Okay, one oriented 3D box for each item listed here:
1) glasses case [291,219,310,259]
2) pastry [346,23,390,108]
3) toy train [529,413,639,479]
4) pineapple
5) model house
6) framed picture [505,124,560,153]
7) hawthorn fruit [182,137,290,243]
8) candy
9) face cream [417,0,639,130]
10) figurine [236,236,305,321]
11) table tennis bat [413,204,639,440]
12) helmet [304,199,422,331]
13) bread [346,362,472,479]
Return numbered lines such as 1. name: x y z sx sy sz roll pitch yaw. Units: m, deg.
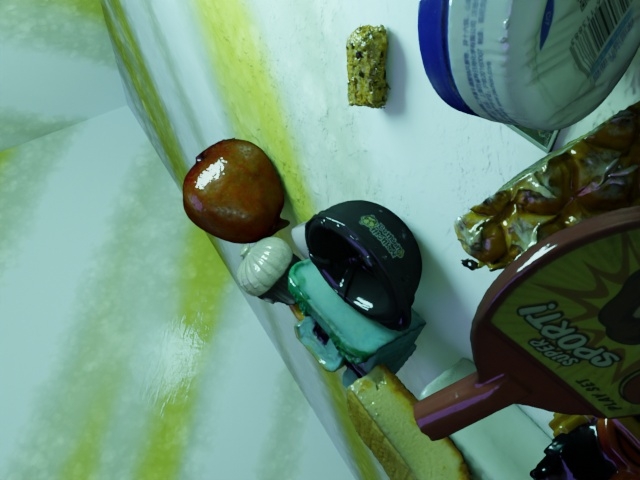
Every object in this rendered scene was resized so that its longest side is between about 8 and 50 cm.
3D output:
1. glasses case: 0.000 0.000 1.320 0.113 0.075 0.297 61 161 -8
2. pastry: 0.074 -0.278 0.820 0.080 0.056 0.140 29 142 36
3. toy train: 0.411 0.343 0.577 0.369 0.232 0.163 51 156 29
4. pineapple: 0.260 -0.049 0.560 0.237 0.186 0.114 -25 90 26
5. model house: 0.042 0.210 1.157 0.280 0.230 0.248 47 134 29
6. framed picture: 0.256 -0.155 0.620 0.089 0.007 0.066 48 156 31
7. hawthorn fruit: -0.253 -0.130 1.459 0.295 0.295 0.311 -1 113 67
8. candy: 0.334 0.420 0.974 0.358 0.145 0.208 46 154 37
9. face cream: 0.191 -0.200 0.430 0.111 0.206 0.205 36 148 47
10. figurine: -0.076 0.119 1.420 0.332 0.185 0.204 27 149 8
11. table tennis bat: 0.266 0.115 0.536 0.268 0.051 0.415 38 124 -18
12. helmet: 0.107 0.029 0.992 0.279 0.160 0.230 43 153 9
13. bread: 0.168 0.397 0.988 0.274 0.114 0.184 51 159 34
